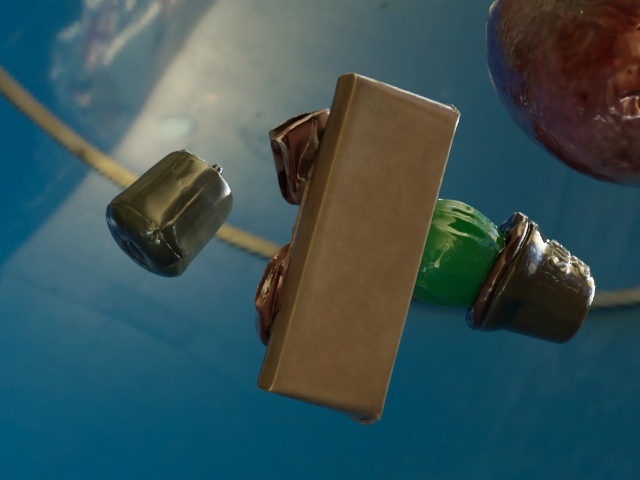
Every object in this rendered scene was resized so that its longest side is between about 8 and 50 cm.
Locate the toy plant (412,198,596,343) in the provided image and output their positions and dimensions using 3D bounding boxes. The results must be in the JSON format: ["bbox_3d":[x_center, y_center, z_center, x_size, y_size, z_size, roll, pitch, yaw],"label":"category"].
[{"bbox_3d":[0.129,0.015,1.298,0.200,0.105,0.143,28,-162,-1],"label":"toy plant"}]

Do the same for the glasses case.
[{"bbox_3d":[0.000,0.000,0.894,0.102,0.194,0.070,16,176,-30],"label":"glasses case"}]

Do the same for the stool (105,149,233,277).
[{"bbox_3d":[-0.141,-0.027,1.469,0.096,0.096,0.110,27,-116,34],"label":"stool"}]

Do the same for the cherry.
[{"bbox_3d":[0.221,-0.139,1.152,0.249,0.192,0.175,24,175,40],"label":"cherry"}]
